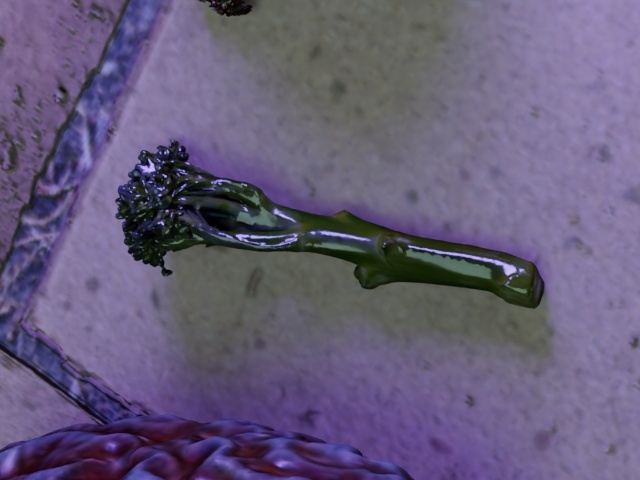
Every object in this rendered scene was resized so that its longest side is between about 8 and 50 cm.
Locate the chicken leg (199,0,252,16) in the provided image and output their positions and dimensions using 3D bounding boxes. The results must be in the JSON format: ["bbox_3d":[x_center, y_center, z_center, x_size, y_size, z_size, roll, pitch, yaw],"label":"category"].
[{"bbox_3d":[-0.061,-0.142,0.899,0.083,0.021,0.036,46,131,5],"label":"chicken leg"}]

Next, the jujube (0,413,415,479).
[{"bbox_3d":[-0.061,0.197,0.923,0.317,0.226,0.226,7,112,29],"label":"jujube"}]

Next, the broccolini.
[{"bbox_3d":[0.000,-0.003,0.900,0.216,0.067,0.058,12,152,22],"label":"broccolini"}]
